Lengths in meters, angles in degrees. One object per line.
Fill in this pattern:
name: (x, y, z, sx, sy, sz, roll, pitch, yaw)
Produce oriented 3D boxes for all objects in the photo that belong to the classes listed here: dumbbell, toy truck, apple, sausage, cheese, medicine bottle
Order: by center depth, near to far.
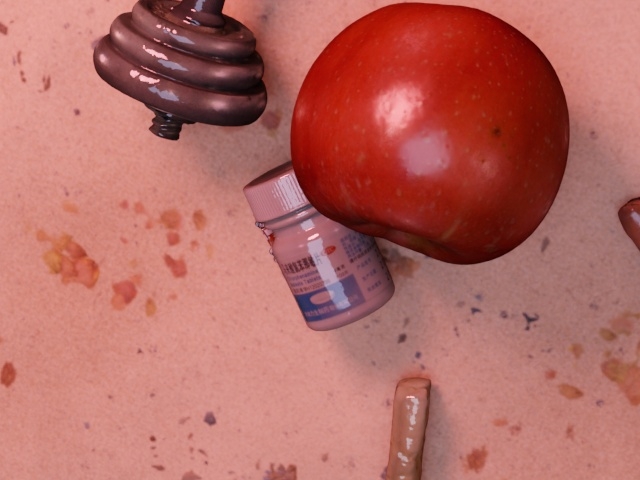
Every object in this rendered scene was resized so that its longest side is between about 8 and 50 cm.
apple: (0.109, -0.097, 1.178, 0.260, 0.260, 0.217, 21, 84, 6)
dumbbell: (-0.094, -0.285, 1.208, 0.179, 0.179, 0.406, 21, 110, 6)
sausage: (0.353, 0.042, 1.275, 0.043, 0.043, 0.186, -26, 99, 18)
medicine bottle: (0.000, 0.000, 1.308, 0.105, 0.105, 0.168, -22, 100, 18)
toy truck: (-0.047, -0.006, 1.359, 0.032, 0.024, 0.083, -29, 101, -4)
cheese: (0.092, 0.241, 1.379, 0.043, 0.065, 0.194, 7, 106, 4)
